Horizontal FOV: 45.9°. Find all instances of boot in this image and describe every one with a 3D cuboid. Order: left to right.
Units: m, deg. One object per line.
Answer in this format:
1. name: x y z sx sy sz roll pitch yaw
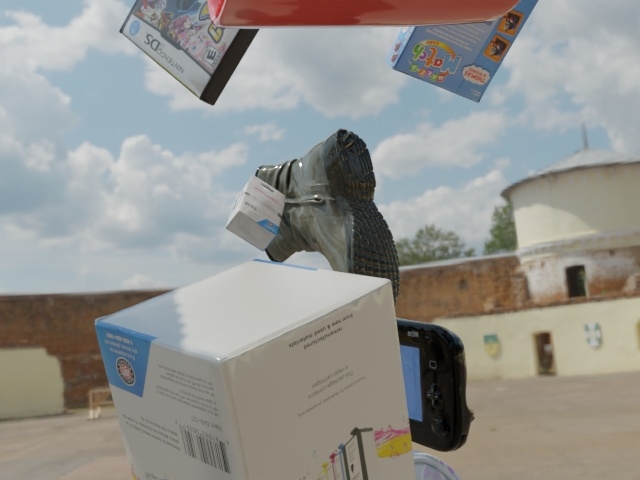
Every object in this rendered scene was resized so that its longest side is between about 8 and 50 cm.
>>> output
1. boot: 0.000 0.000 0.912 0.161 0.247 0.083 -25 -24 38

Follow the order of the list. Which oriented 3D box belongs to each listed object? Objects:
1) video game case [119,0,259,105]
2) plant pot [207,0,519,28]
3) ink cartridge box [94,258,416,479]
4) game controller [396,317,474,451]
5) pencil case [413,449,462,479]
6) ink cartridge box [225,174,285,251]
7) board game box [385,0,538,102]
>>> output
1. video game case: -0.173 -0.382 1.157 0.248 0.275 0.035 42 15 33
2. plant pot: 0.046 -0.293 0.609 0.243 0.275 0.275 3 -11 -17
3. ink cartridge box: -0.043 0.155 0.600 0.168 0.233 0.171 -22 19 -41
4. game controller: 0.105 0.194 1.089 0.067 0.166 0.319 -12 5 -28
5. pencil case: 0.045 0.285 0.797 0.113 0.124 0.273 43 -25 -8
6. ink cartridge box: -0.067 -0.031 0.806 0.048 0.083 0.028 33 -61 -14
7. board game box: 0.206 -0.311 1.040 0.160 0.211 0.039 14 27 -30
